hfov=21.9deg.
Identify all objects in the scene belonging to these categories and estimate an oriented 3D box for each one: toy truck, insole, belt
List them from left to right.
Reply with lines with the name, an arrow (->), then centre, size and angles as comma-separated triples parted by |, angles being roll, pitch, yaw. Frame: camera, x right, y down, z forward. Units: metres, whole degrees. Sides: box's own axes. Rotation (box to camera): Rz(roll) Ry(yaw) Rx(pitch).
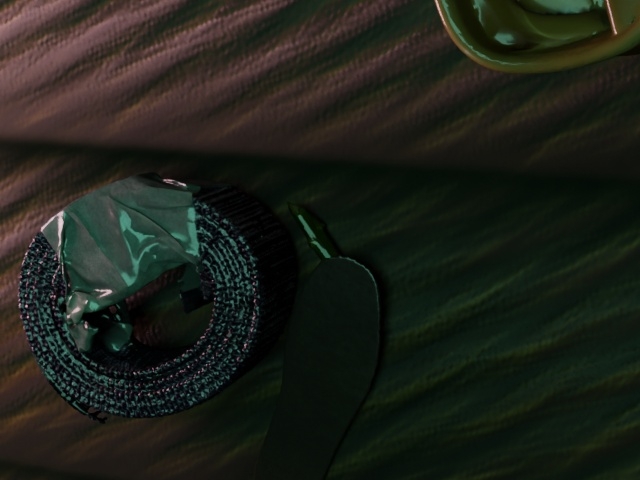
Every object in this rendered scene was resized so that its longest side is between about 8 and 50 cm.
belt -> -0.183, 0.059, 1.821 | 0.325, 0.122, 0.260 | -21, 94, 29
insole -> -0.004, 0.165, 1.797 | 0.111, 0.007, 0.328 | 27, 115, 19
toy truck -> 0.262, -0.263, 1.469 | 0.288, 0.211, 0.204 | -13, 95, 33

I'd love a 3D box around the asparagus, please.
asparagus -> -0.001, 0.000, 1.767 | 0.025, 0.021, 0.108 | -39, 82, 31
